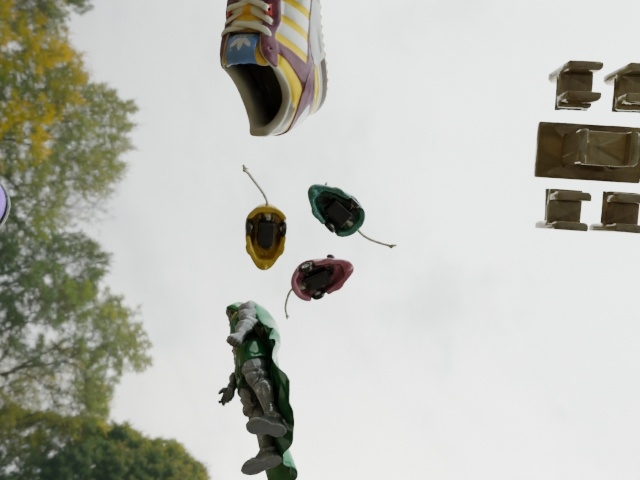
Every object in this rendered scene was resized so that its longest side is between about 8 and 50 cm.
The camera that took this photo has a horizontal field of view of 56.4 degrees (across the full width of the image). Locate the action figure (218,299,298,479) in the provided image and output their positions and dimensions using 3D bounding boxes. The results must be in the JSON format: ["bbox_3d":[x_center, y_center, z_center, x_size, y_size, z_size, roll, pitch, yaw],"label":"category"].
[{"bbox_3d":[-0.071,0.129,0.615,0.232,0.064,0.137,-119,-144,-62],"label":"action figure"}]

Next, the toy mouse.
[{"bbox_3d":[0.000,0.000,0.570,0.031,0.143,0.161,-110,-161,-67],"label":"toy mouse"}]

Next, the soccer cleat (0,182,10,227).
[{"bbox_3d":[-0.473,-0.091,0.587,0.318,0.108,0.116,27,-17,-5],"label":"soccer cleat"}]

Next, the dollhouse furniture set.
[{"bbox_3d":[0.411,-0.116,0.818,0.161,0.242,0.212,-63,157,-87],"label":"dollhouse furniture set"}]

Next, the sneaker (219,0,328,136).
[{"bbox_3d":[-0.042,-0.171,0.452,0.070,0.084,0.185,2,-59,30],"label":"sneaker"}]
